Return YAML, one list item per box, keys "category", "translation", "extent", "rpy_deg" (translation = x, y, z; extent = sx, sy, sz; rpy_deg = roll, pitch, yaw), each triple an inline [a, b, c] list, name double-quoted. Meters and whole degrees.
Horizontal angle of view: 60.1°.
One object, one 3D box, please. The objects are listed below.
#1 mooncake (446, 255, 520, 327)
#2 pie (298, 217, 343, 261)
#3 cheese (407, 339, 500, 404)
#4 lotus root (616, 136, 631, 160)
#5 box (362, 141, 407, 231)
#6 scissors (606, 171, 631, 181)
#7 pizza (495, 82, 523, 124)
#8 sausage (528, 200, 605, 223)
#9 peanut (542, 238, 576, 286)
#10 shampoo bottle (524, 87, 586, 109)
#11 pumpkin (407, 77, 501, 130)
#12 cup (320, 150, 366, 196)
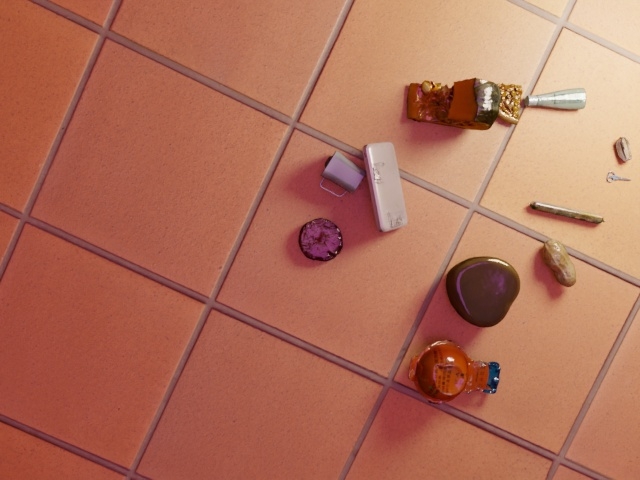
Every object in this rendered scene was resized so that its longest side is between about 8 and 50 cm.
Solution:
- category: "mooncake"
  translation: [0.523, 0.158, 1.824]
  extent: [0.234, 0.117, 0.235]
  rpy_deg: [0, 92, 1]
- category: "pie"
  translation: [0.000, 0.000, 1.845]
  extent: [0.154, 0.036, 0.154]
  rpy_deg: [0, 94, -1]
- category: "cheese"
  translation: [0.447, 0.443, 1.841]
  extent: [0.329, 0.129, 0.217]
  rpy_deg: [8, 91, -13]
- category: "lotus root"
  translation: [1.008, -0.305, 1.842]
  extent: [0.037, 0.030, 0.083]
  rpy_deg: [-21, 98, -29]
- category: "box"
  translation: [0.212, -0.176, 1.798]
  extent: [0.142, 0.044, 0.285]
  rpy_deg: [-15, 95, -41]
- category: "scissors"
  translation: [1.005, -0.209, 1.860]
  extent: [0.083, 0.006, 0.036]
  rpy_deg: [10, 96, -2]
- category: "pizza"
  translation: [0.616, -0.465, 1.819]
  extent: [0.131, 0.041, 0.178]
  rpy_deg: [-27, 94, 0]
- category: "sausage"
  translation: [0.825, -0.095, 1.852]
  extent: [0.269, 0.033, 0.033]
  rpy_deg: [12, 94, -2]
- category: "peanut"
  translation: [0.794, 0.077, 1.842]
  extent: [0.080, 0.080, 0.174]
  rpy_deg: [-30, 93, 1]
- category: "shampoo bottle"
  translation: [0.773, -0.463, 1.821]
  extent: [0.190, 0.041, 0.069]
  rpy_deg: [-3, 100, 0]
- category: "pumpkin"
  translation: [0.423, -0.433, 1.744]
  extent: [0.280, 0.190, 0.139]
  rpy_deg: [7, 95, -1]
- category: "cup"
  translation: [0.064, -0.209, 1.802]
  extent: [0.129, 0.095, 0.128]
  rpy_deg: [32, 94, -4]
